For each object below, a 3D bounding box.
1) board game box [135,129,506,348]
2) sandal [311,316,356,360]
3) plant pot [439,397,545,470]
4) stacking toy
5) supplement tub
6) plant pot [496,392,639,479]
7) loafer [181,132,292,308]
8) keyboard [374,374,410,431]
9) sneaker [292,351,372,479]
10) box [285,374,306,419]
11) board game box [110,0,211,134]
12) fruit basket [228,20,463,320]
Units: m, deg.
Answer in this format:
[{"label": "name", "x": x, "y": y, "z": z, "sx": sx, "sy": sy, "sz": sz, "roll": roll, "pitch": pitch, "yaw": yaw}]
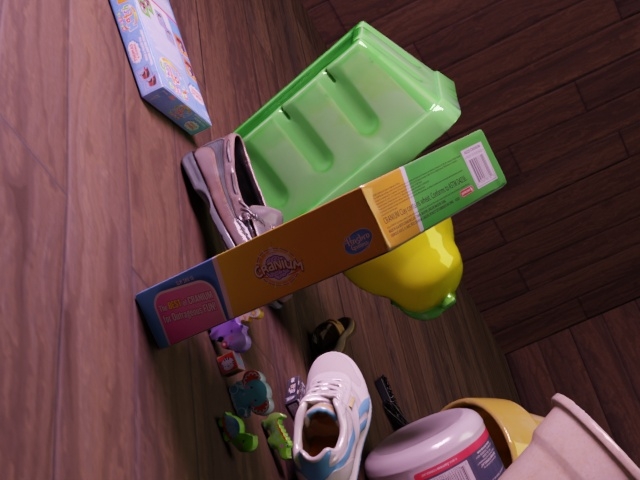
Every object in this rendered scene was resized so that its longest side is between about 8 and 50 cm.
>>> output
[{"label": "board game box", "x": 0.000, "y": 0.000, "z": 1.283, "sx": 0.242, "sy": 0.316, "sz": 0.064, "roll": -27, "pitch": 92, "yaw": -53}, {"label": "sandal", "x": 0.011, "y": 0.148, "z": 1.881, "sx": 0.049, "sy": 0.072, "sz": 0.180, "roll": 43, "pitch": 18, "yaw": -3}, {"label": "plant pot", "x": 0.336, "y": 0.394, "z": 2.135, "sx": 0.239, "sy": 0.254, "sz": 0.254, "roll": 5, "pitch": 53, "yaw": -34}, {"label": "stacking toy", "x": -0.088, "y": 0.142, "z": 1.445, "sx": 0.221, "sy": 0.052, "sz": 0.167, "roll": 69, "pitch": 12, "yaw": 16}, {"label": "supplement tub", "x": 0.199, "y": 0.403, "z": 1.859, "sx": 0.272, "sy": 0.191, "sz": 0.191, "roll": 65, "pitch": 11, "yaw": -3}, {"label": "plant pot", "x": 0.301, "y": 0.423, "z": 1.645, "sx": 0.334, "sy": 0.305, "sz": 0.334, "roll": 51, "pitch": -2, "yaw": 2}, {"label": "loafer", "x": -0.091, "y": -0.035, "z": 1.593, "sx": 0.267, "sy": 0.084, "sz": 0.096, "roll": 57, "pitch": 6, "yaw": 34}, {"label": "keyboard", "x": 0.152, "y": 0.324, "z": 2.208, "sx": 0.192, "sy": 0.038, "sz": 0.100, "roll": 65, "pitch": 11, "yaw": 2}, {"label": "sneaker", "x": 0.013, "y": 0.215, "z": 1.567, "sx": 0.229, "sy": 0.087, "sz": 0.092, "roll": -86, "pitch": 166, "yaw": -50}, {"label": "box", "x": -0.018, "y": 0.229, "z": 1.665, "sx": 0.083, "sy": 0.018, "sz": 0.067, "roll": 61, "pitch": 12, "yaw": -20}, {"label": "board game box", "x": -0.222, "y": -0.263, "z": 1.708, "sx": 0.212, "sy": 0.039, "sz": 0.160, "roll": 69, "pitch": 12, "yaw": 20}, {"label": "fruit basket", "x": 0.066, "y": -0.067, "z": 1.781, "sx": 0.392, "sy": 0.392, "sz": 0.283, "roll": 62, "pitch": 11, "yaw": -15}]
